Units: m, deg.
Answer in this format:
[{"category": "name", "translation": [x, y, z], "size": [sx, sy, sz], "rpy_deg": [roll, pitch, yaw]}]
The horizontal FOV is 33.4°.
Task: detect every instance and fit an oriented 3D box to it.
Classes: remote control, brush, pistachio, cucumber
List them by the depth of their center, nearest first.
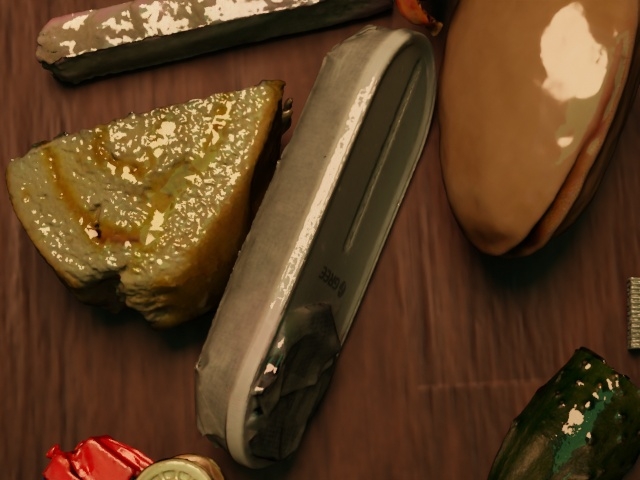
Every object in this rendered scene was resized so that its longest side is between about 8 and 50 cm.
[{"category": "remote control", "translation": [0.000, 0.000, 0.567], "size": [0.052, 0.104, 0.247], "rpy_deg": [19, 80, 22]}, {"category": "pistachio", "translation": [0.119, -0.079, 0.571], "size": [0.108, 0.126, 0.185], "rpy_deg": [18, 86, -29]}, {"category": "cucumber", "translation": [0.137, 0.116, 0.584], "size": [0.067, 0.035, 0.107], "rpy_deg": [39, 85, 4]}, {"category": "brush", "translation": [0.185, 0.021, 0.605], "size": [0.021, 0.019, 0.083], "rpy_deg": [7, 83, 10]}]

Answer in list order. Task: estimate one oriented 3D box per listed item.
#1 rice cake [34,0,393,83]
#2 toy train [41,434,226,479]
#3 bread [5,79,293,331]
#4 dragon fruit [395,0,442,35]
[{"category": "rice cake", "translation": [-0.059, -0.131, 0.614], "size": [0.211, 0.043, 0.034], "rpy_deg": [-14, 74, -2]}, {"category": "toy train", "translation": [-0.067, 0.190, 0.548], "size": [0.204, 0.083, 0.131], "rpy_deg": [35, 83, 6]}, {"category": "bread", "translation": [-0.076, -0.012, 0.566], "size": [0.156, 0.103, 0.110], "rpy_deg": [-18, 76, 4]}, {"category": "dragon fruit", "translation": [0.061, -0.186, 0.590], "size": [0.094, 0.094, 0.190], "rpy_deg": [10, 65, 1]}]
